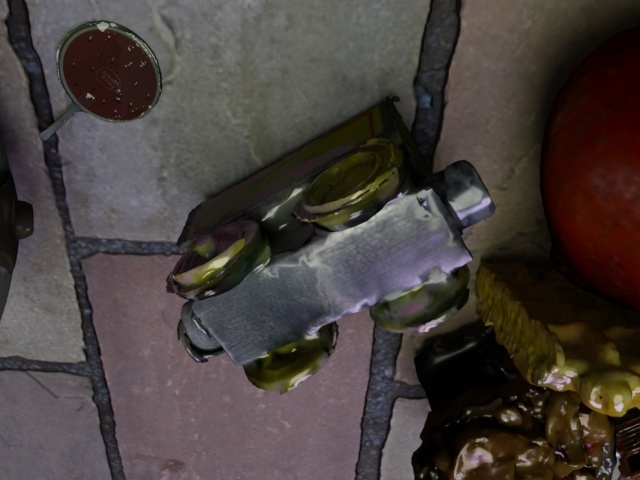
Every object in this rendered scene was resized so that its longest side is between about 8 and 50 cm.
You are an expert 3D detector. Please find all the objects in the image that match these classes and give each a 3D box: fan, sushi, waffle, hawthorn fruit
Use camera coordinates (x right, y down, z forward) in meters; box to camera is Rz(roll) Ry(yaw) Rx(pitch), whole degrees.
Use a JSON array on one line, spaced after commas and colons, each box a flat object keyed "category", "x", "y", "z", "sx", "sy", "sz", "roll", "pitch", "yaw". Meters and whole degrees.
[{"category": "fan", "x": -0.191, "y": -0.123, "z": 0.490, "sx": 0.133, "sy": 0.005, "sz": 0.085, "roll": -34, "pitch": 117, "yaw": 21}, {"category": "sushi", "x": 0.180, "y": 0.205, "z": 0.573, "sx": 0.213, "sy": 0.204, "sz": 0.200, "roll": -38, "pitch": 110, "yaw": 18}, {"category": "waffle", "x": 0.260, "y": 0.075, "z": 0.474, "sx": 0.219, "sy": 0.229, "sz": 0.057, "roll": 2, "pitch": 105, "yaw": -2}, {"category": "hawthorn fruit", "x": 0.260, "y": -0.065, "z": 0.402, "sx": 0.215, "sy": 0.215, "sz": 0.249, "roll": -18, "pitch": 116, "yaw": 14}]

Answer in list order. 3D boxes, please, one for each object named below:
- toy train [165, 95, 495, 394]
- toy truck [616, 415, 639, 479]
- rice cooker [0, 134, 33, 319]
[{"category": "toy train", "x": 0.000, "y": 0.000, "z": 0.461, "sx": 0.261, "sy": 0.177, "sz": 0.134, "roll": -26, "pitch": 119, "yaw": 17}, {"category": "toy truck", "x": 0.416, "y": 0.283, "z": 0.679, "sx": 0.083, "sy": 0.092, "sz": 0.192, "roll": -34, "pitch": 115, "yaw": 23}, {"category": "rice cooker", "x": -0.392, "y": -0.016, "z": 0.384, "sx": 0.326, "sy": 0.335, "sz": 0.335, "roll": 1, "pitch": 123, "yaw": 3}]
